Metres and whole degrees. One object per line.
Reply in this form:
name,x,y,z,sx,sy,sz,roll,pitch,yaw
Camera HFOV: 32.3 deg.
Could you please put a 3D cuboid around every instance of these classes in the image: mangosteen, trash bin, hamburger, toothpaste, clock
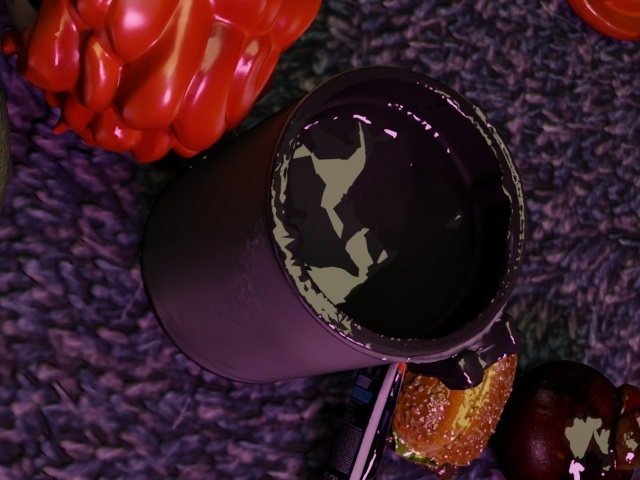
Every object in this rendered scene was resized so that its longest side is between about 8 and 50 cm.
mangosteen,0.244,0.188,1.056,0.152,0.152,0.152,7,76,-28
trash bin,0.000,0.000,0.893,0.217,0.262,0.277,-31,94,-30
hamburger,0.116,0.131,1.030,0.137,0.087,0.166,34,66,-19
toothpaste,0.038,0.170,0.970,0.045,0.071,0.193,18,85,-24
clock,0.347,-0.331,1.281,0.205,0.051,0.205,6,77,-29

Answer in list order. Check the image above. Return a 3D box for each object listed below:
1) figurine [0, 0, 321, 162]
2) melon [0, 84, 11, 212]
figurine,-0.202,-0.236,0.803,0.412,0.306,0.241,38,88,-9
melon,-0.314,-0.045,0.775,0.182,0.182,0.287,26,66,-22
